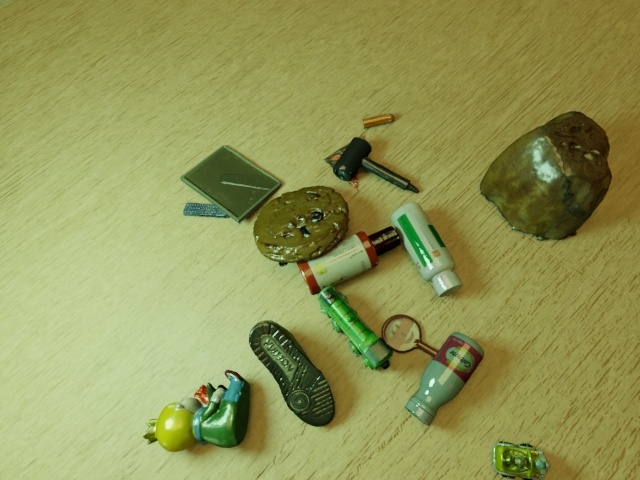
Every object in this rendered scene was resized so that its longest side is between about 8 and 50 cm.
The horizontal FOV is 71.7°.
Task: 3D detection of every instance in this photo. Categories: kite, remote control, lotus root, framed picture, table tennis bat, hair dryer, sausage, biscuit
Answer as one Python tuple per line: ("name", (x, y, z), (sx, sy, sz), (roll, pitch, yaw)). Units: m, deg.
("kite", (0.068, -0.249, 1.380), (0.125, 0.008, 0.222), (3, 65, 12))
("remote control", (-0.346, -0.090, 1.355), (0.153, 0.027, 0.043), (6, 70, 12))
("lotus root", (0.630, -0.177, 1.156), (0.317, 0.250, 0.315), (1, 64, -3))
("framed picture", (-0.278, -0.184, 1.376), (0.266, 0.018, 0.192), (36, 65, 22))
("table tennis bat", (0.228, 0.249, 1.119), (0.155, 0.019, 0.098), (29, 72, 23))
("hair dryer", (0.169, -0.194, 1.306), (0.256, 0.070, 0.128), (32, 72, 12))
("sausage", (0.188, -0.384, 1.411), (0.107, 0.031, 0.031), (-13, 64, 3))
("biscuit", (-0.057, -0.057, 1.219), (0.297, 0.075, 0.295), (-10, 43, 9))

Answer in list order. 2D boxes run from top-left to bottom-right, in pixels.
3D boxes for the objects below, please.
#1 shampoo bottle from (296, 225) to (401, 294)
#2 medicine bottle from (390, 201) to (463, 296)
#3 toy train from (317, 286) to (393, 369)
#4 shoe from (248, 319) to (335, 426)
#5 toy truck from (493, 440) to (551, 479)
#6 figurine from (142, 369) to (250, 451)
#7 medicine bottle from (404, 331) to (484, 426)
("shampoo bottle", (0.081, 0.043, 1.185), (0.278, 0.104, 0.104), (-25, 64, -4))
("medicine bottle", (0.280, 0.023, 1.172), (0.095, 0.095, 0.259), (-22, 63, -2))
("toy train", (0.082, 0.214, 1.099), (0.085, 0.119, 0.251), (-39, 67, -9))
("shoe", (-0.069, 0.307, 1.086), (0.109, 0.149, 0.292), (-36, 97, -4))
("toy truck", (0.433, 0.473, 0.948), (0.111, 0.077, 0.076), (3, 66, 10))
("figurine", (-0.294, 0.409, 1.066), (0.235, 0.127, 0.185), (-8, 59, 16))
("medicine bottle", (0.287, 0.322, 1.032), (0.091, 0.090, 0.216), (35, 75, 21))
